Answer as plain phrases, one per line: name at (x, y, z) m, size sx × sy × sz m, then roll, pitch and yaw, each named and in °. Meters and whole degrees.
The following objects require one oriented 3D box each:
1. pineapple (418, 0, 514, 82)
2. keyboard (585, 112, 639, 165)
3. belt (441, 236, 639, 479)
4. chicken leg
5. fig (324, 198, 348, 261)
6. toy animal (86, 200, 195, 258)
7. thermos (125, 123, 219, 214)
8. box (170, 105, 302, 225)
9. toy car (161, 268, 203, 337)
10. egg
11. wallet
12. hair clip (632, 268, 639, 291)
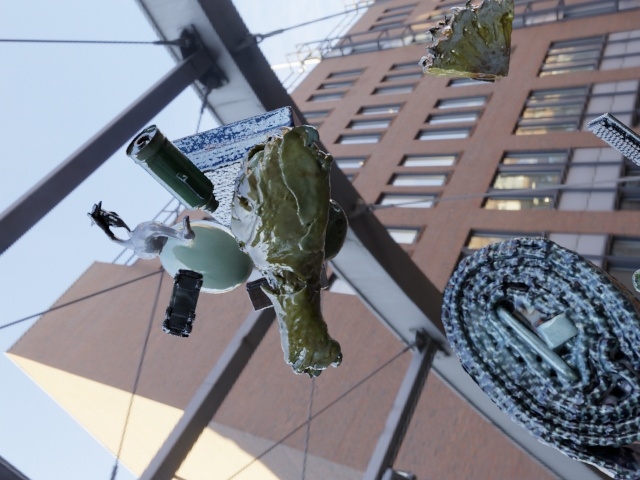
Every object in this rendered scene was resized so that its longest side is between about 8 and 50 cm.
pineapple at (0.333, -0.421, 1.203) m, size 0.186 × 0.236 × 0.114 m, roll 54°, pitch -164°, yaw -6°
keyboard at (0.682, -0.194, 1.196) m, size 0.025 × 0.230 × 0.093 m, roll -55°, pitch 2°, yaw -5°
belt at (0.302, 0.129, 0.689) m, size 0.207 × 0.295 × 0.160 m, roll -55°, pitch -33°, yaw 12°
chicken leg at (-0.041, 0.031, 0.918) m, size 0.152 × 0.201 × 0.430 m, roll -34°, pitch -66°, yaw -75°
fig at (0.000, 0.000, 1.081) m, size 0.178 × 0.117 × 0.117 m, roll -88°, pitch -24°, yaw -46°
toy animal at (-0.413, -0.009, 1.336) m, size 0.195 × 0.323 × 0.091 m, roll 63°, pitch -138°, yaw -55°
thermos at (-0.248, -0.117, 0.989) m, size 0.188 × 0.083 × 0.073 m, roll 47°, pitch -135°, yaw -38°
box at (-0.148, -0.156, 1.250) m, size 0.261 × 0.278 × 0.116 m, roll 53°, pitch -153°, yaw -63°
toy car at (-0.324, 0.145, 1.323) m, size 0.062 × 0.071 × 0.165 m, roll -107°, pitch 32°, yaw -78°
egg at (-0.330, 0.047, 1.608) m, size 0.203 × 0.282 × 0.203 m, roll 15°, pitch -90°, yaw -86°
wallet at (-0.091, 0.129, 1.578) m, size 0.124 × 0.230 × 0.042 m, roll 79°, pitch 173°, yaw -53°
hair clip at (0.821, 0.052, 1.256) m, size 0.036 × 0.229 × 0.066 m, roll 27°, pitch -144°, yaw -52°
